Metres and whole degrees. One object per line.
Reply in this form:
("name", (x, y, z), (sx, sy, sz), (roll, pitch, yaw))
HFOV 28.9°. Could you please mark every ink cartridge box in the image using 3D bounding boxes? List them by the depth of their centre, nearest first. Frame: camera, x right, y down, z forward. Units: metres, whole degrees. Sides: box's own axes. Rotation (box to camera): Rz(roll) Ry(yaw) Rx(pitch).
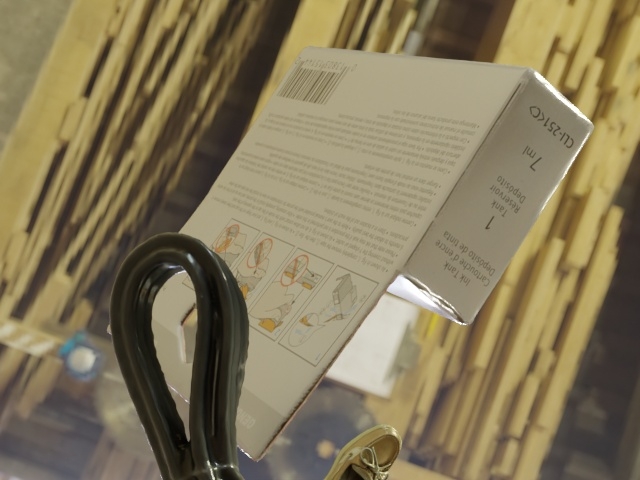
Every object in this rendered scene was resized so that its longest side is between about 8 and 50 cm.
("ink cartridge box", (0.000, 0.000, 0.797), (0.261, 0.066, 0.296), (-56, -153, -6))

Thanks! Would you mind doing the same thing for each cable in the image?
("cable", (-0.039, 0.137, 0.580), (0.139, 0.287, 0.072), (-38, 149, 13))

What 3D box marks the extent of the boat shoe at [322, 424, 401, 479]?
("boat shoe", (0.029, 0.248, 1.244), (0.153, 0.056, 0.048), (-38, -161, -16))
